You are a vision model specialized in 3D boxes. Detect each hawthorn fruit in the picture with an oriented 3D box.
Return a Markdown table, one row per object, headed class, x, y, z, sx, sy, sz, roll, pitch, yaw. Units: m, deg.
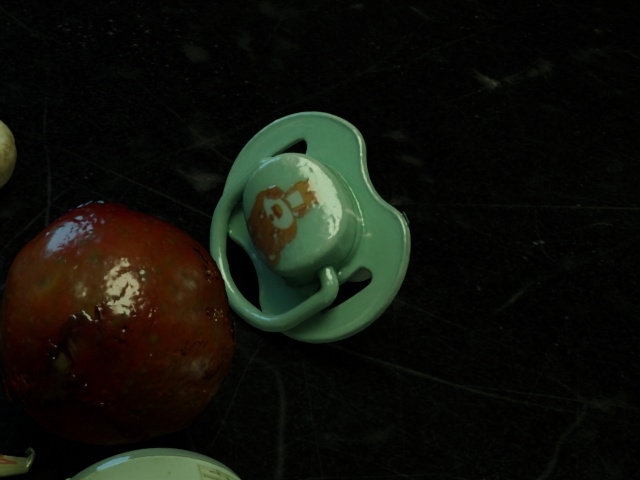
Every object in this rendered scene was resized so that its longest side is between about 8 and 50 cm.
| class | x | y | z | sx | sy | sz | roll | pitch | yaw |
| --- | --- | --- | --- | --- | --- | --- | --- | --- | --- |
| hawthorn fruit | -0.248 | 0.096 | 1.890 | 0.316 | 0.316 | 0.316 | 11 | 35 | -8 |

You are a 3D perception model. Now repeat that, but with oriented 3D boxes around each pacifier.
| class | x | y | z | sx | sy | sz | roll | pitch | yaw |
| --- | --- | --- | --- | --- | --- | --- | --- | --- | --- |
| pacifier | 0.000 | 0.000 | 2.231 | 0.269 | 0.288 | 0.343 | 31 | 32 | -57 |

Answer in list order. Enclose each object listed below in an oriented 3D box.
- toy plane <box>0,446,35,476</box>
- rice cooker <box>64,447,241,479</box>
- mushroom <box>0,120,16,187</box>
| class | x | y | z | sx | sy | sz | roll | pitch | yaw |
| --- | --- | --- | --- | --- | --- | --- | --- | --- | --- |
| toy plane | -0.432 | 0.228 | 1.775 | 0.242 | 0.104 | 0.256 | 38 | 38 | -26 |
| rice cooker | -0.158 | 0.372 | 1.570 | 0.264 | 0.316 | 0.316 | -28 | 41 | 5 |
| mushroom | -0.514 | -0.131 | 2.245 | 0.166 | 0.127 | 0.166 | 16 | 29 | -9 |
